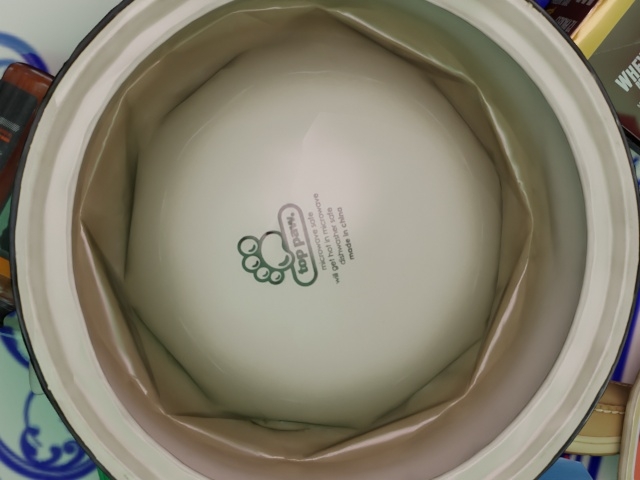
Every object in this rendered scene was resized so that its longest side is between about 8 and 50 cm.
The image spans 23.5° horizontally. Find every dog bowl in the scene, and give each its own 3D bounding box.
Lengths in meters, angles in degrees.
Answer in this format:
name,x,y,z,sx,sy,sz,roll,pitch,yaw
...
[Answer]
name,x,y,z,sx,sy,sz,roll,pitch,yaw
dog bowl,0.000,0.000,1.042,0.407,0.150,0.408,-1,94,-8

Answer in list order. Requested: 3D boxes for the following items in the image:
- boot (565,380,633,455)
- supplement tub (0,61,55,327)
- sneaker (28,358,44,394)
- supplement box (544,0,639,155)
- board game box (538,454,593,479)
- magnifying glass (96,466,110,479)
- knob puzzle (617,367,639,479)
name,x,y,z,sx,sy,sz,roll,pitch,yaw
boot,0.166,0.052,1.197,0.261,0.095,0.204,10,99,-4
supplement tub,-0.227,-0.024,1.126,0.106,0.106,0.198,29,87,-10
sneaker,-0.089,0.122,1.195,0.297,0.111,0.129,31,109,-3
supplement box,0.285,-0.152,1.143,0.194,0.129,0.191,37,96,-11
board game box,0.154,0.185,1.210,0.133,0.169,0.033,-7,58,22
magnifying glass,-0.146,0.194,1.182,0.092,0.026,0.231,22,124,-2
knob puzzle,0.302,0.147,1.203,0.213,0.030,0.213,-4,96,-39
